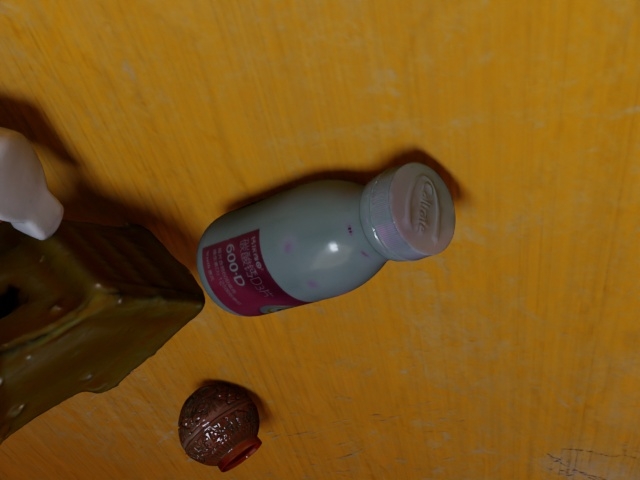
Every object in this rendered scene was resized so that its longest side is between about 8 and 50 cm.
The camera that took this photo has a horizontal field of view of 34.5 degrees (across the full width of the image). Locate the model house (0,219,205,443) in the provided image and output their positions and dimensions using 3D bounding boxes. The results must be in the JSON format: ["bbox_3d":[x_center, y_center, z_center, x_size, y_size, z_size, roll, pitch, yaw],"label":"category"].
[{"bbox_3d":[-0.245,0.039,0.884,0.268,0.239,0.173,41,147,36],"label":"model house"}]

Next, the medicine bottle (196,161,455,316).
[{"bbox_3d":[0.000,0.000,0.783,0.090,0.090,0.217,38,146,-29],"label":"medicine bottle"}]

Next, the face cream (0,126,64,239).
[{"bbox_3d":[-0.382,-0.092,0.811,0.370,0.145,0.145,14,150,6],"label":"face cream"}]

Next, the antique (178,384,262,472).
[{"bbox_3d":[-0.121,0.217,1.216,0.104,0.104,0.104,15,150,9],"label":"antique"}]
